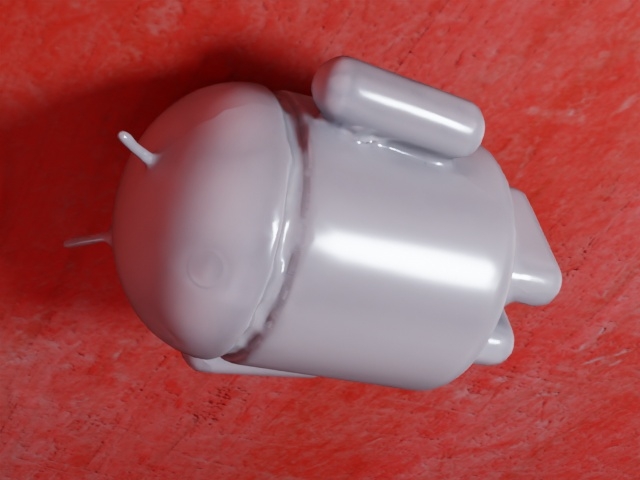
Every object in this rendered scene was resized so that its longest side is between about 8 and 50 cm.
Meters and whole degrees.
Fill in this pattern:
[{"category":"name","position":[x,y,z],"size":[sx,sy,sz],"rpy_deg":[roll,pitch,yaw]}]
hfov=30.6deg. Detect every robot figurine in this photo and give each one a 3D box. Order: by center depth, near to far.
[{"category":"robot figurine","position":[0.000,0.000,0.862],"size":[0.353,0.200,0.300],"rpy_deg":[12,126,-25]}]
